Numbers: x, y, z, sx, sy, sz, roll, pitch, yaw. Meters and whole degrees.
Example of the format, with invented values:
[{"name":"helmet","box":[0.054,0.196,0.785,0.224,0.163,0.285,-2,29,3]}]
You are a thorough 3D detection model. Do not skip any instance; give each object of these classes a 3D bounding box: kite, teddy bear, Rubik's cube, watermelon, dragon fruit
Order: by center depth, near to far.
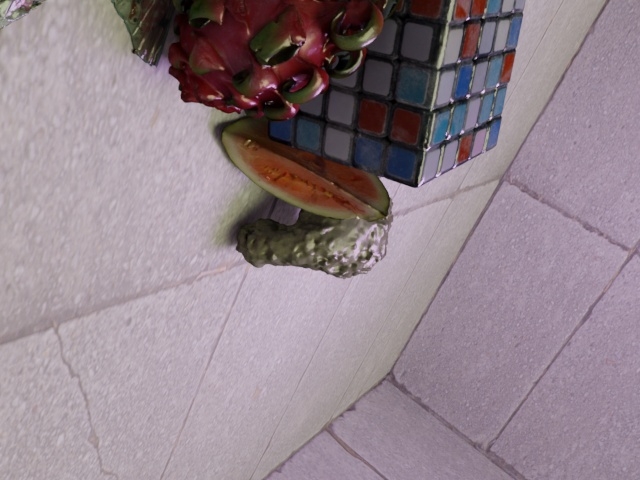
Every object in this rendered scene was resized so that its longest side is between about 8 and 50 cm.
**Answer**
[{"name":"kite","box":[-0.222,-0.308,0.643,0.314,0.011,0.335,-48,157,-18]},{"name":"dragon fruit","box":[-0.052,-0.246,0.761,0.218,0.273,0.198,-69,171,-57]},{"name":"Rubik's cube","box":[0.118,-0.280,0.943,0.287,0.293,0.291,-28,134,-47]},{"name":"watermelon","box":[-0.035,-0.111,1.059,0.128,0.304,0.159,-56,-168,31]},{"name":"teddy bear","box":[0.031,-0.102,1.250,0.357,0.225,0.367,10,90,-46]}]
